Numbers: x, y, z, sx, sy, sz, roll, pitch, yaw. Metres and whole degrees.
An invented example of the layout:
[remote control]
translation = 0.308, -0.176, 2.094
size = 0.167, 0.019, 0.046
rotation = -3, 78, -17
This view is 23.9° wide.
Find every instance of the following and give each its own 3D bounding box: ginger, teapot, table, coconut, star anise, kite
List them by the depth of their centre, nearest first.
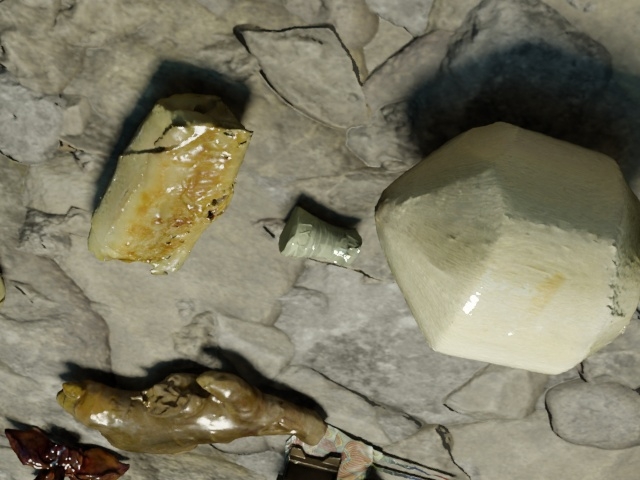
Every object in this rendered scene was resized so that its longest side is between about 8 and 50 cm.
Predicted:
[coconut]
translation = 0.181, 0.005, 1.493
size = 0.266, 0.237, 0.237
rotation = 15, 137, -2
[teapot]
translation = 0.000, 0.000, 1.659
size = 0.083, 0.057, 0.067
rotation = 17, 175, -13
[ginger]
translation = -0.168, 0.219, 1.900
size = 0.333, 0.080, 0.166
rotation = 0, 148, 15
[table]
translation = -0.019, 0.327, 1.985
size = 0.083, 0.070, 0.082
rotation = 15, 139, 1
[kite]
translation = 0.062, 0.302, 2.001
size = 0.229, 0.016, 0.127
rotation = 22, 139, -9
[star anise]
translation = -0.350, 0.329, 2.011
size = 0.158, 0.144, 0.140
rotation = -7, 143, 16

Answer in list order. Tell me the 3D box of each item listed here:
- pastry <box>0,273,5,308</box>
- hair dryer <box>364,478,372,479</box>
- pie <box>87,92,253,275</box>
[pastry]
translation = -0.451, 0.060, 1.774
size = 0.156, 0.092, 0.156
rotation = 1, 141, 1
[hair dryer]
translation = 0.088, 0.400, 2.064
size = 0.114, 0.070, 0.248
rotation = 3, 134, 8
[pie]
translation = -0.163, -0.053, 1.613
size = 0.129, 0.068, 0.282
rotation = 12, 139, -19
